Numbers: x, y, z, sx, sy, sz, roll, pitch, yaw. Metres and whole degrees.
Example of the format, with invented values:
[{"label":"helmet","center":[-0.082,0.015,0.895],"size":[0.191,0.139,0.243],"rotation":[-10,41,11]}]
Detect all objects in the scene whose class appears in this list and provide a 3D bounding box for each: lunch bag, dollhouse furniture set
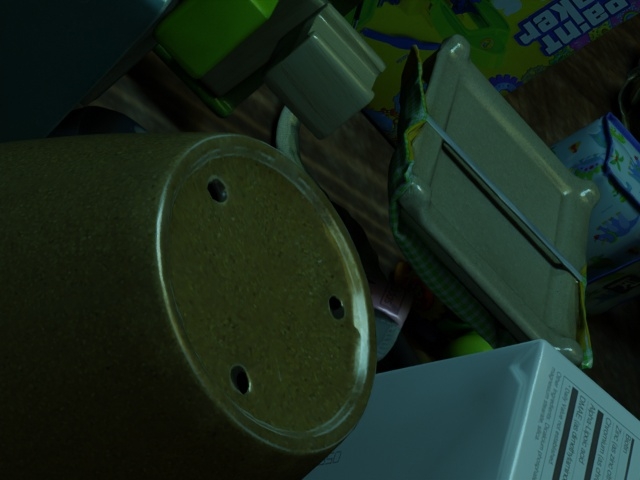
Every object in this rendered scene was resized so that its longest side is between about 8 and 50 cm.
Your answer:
[{"label":"lunch bag","center":[0.225,-0.005,1.321],"size":[0.151,0.129,0.096],"rotation":[43,36,-28]},{"label":"dollhouse furniture set","center":[0.015,-0.044,0.962],"size":[0.301,0.151,0.197],"rotation":[45,32,-17]}]

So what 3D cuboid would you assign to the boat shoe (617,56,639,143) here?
[{"label":"boat shoe","center":[0.363,-0.143,1.655],"size":[0.104,0.111,0.307],"rotation":[41,35,-29]}]

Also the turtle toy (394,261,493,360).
[{"label":"turtle toy","center":[0.098,0.044,1.147],"size":[0.066,0.095,0.130],"rotation":[-14,74,-36]}]

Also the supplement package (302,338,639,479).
[{"label":"supplement package","center":[0.015,0.182,0.688],"size":[0.145,0.262,0.204],"rotation":[38,54,-30]}]

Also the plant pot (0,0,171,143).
[{"label":"plant pot","center":[-0.194,-0.185,0.852],"size":[0.234,0.166,0.165],"rotation":[39,35,-16]}]

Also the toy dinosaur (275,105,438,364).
[{"label":"toy dinosaur","center":[0.000,0.000,1.070],"size":[0.118,0.064,0.268],"rotation":[10,51,-55]}]

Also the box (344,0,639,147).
[{"label":"box","center":[0.100,-0.267,1.214],"size":[0.279,0.290,0.177],"rotation":[48,32,-19]}]

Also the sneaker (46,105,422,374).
[{"label":"sneaker","center":[-0.021,0.030,0.936],"size":[0.319,0.131,0.112],"rotation":[49,32,-16]}]

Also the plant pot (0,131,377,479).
[{"label":"plant pot","center":[-0.114,0.056,0.634],"size":[0.237,0.254,0.237],"rotation":[28,51,-42]}]
